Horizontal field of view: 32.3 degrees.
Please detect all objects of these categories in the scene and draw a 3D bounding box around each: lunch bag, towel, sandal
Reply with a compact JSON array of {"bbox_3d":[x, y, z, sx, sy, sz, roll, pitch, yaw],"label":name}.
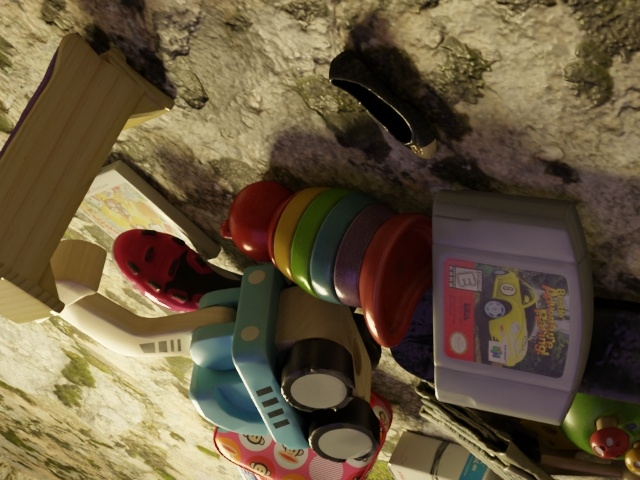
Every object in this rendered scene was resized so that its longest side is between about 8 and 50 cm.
[{"bbox_3d":[-0.026,0.320,1.992,0.293,0.120,0.258,28,111,2],"label":"lunch bag"},{"bbox_3d":[0.307,0.367,1.773,0.324,0.056,0.312,42,175,-24],"label":"towel"},{"bbox_3d":[0.272,0.140,1.462,0.446,0.107,0.167,0,109,35],"label":"sandal"}]

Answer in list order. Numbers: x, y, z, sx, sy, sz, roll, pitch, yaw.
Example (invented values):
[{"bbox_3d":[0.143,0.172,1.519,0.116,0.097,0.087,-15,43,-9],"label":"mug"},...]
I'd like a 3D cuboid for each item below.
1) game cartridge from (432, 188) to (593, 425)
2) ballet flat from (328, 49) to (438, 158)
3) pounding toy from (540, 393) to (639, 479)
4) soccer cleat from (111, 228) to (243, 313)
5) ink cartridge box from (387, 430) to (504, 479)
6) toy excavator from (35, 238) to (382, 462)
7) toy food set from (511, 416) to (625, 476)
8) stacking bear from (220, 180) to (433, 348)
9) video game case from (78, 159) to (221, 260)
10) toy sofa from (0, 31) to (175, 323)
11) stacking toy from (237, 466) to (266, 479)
[{"bbox_3d":[0.236,0.086,1.368,0.196,0.060,0.294,6,114,23],"label":"game cartridge"},{"bbox_3d":[0.071,-0.150,1.286,0.173,0.049,0.057,41,150,-22],"label":"ballet flat"},{"bbox_3d":[0.415,0.285,1.533,0.183,0.110,0.237,7,131,0],"label":"pounding toy"},{"bbox_3d":[-0.200,0.088,1.792,0.331,0.116,0.143,25,151,-21],"label":"soccer cleat"},{"bbox_3d":[0.240,0.440,2.057,0.190,0.082,0.139,10,146,33],"label":"ink cartridge box"},{"bbox_3d":[-0.161,0.155,1.642,0.445,0.222,0.433,-10,135,13],"label":"toy excavator"},{"bbox_3d":[0.332,0.268,1.685,0.306,0.092,0.220,43,148,-24],"label":"toy food set"},{"bbox_3d":[0.000,0.000,1.494,0.289,0.175,0.164,19,153,32],"label":"stacking bear"},{"bbox_3d":[-0.301,-0.033,1.833,0.227,0.026,0.206,43,149,-24],"label":"video game case"},{"bbox_3d":[-0.362,-0.085,1.454,0.177,0.362,0.150,37,152,-27],"label":"toy sofa"},{"bbox_3d":[-0.015,0.383,2.142,0.302,0.166,0.175,-34,80,40],"label":"stacking toy"}]
